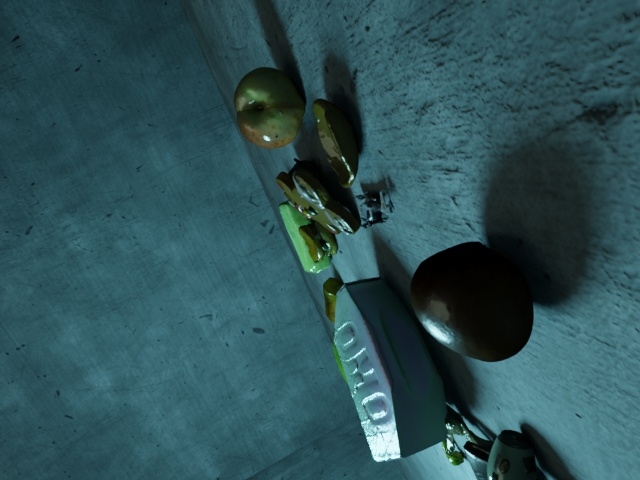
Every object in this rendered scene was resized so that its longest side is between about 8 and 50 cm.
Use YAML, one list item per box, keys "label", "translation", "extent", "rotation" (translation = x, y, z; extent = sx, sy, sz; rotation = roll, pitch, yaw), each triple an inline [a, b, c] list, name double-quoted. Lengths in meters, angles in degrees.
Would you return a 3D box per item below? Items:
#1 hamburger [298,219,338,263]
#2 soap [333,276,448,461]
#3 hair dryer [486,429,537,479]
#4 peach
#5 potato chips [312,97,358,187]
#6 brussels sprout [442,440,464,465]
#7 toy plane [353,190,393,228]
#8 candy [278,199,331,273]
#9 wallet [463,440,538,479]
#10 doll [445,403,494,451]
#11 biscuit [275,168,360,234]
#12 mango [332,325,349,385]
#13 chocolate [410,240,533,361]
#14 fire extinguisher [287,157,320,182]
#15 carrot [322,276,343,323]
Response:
- label: "hamburger"
  translation: [0.000, 0.000, 1.604]
  extent: [0.185, 0.113, 0.177]
  rotation: [44, 153, 43]
- label: "soap"
  translation: [0.171, 0.333, 1.123]
  extent: [0.261, 0.156, 0.446]
  rotation: [121, 136, -56]
- label: "hair dryer"
  translation: [0.383, 0.505, 0.717]
  extent: [0.267, 0.092, 0.229]
  rotation: [-136, 55, -61]
- label: "peach"
  translation: [-0.136, -0.374, 1.176]
  extent: [0.233, 0.232, 0.232]
  rotation: [61, 170, 19]
- label: "potato chips"
  translation: [0.044, -0.221, 0.929]
  extent: [0.195, 0.061, 0.208]
  rotation: [-131, 16, -75]
- label: "brussels sprout"
  translation: [0.405, 0.649, 1.275]
  extent: [0.051, 0.046, 0.083]
  rotation: [-56, 38, 26]
- label: "toy plane"
  translation: [0.120, -0.071, 0.947]
  extent: [0.197, 0.053, 0.078]
  rotation: [-155, 49, -81]
- label: "candy"
  translation: [-0.065, -0.020, 1.795]
  extent: [0.142, 0.131, 0.344]
  rotation: [-88, -25, -77]
- label: "wallet"
  translation: [0.425, 0.589, 0.904]
  extent: [0.165, 0.042, 0.310]
  rotation: [6, 124, 59]
- label: "doll"
  translation: [0.335, 0.459, 1.075]
  extent: [0.203, 0.091, 0.286]
  rotation: [50, 168, 6]
- label: "biscuit"
  translation: [-0.032, -0.105, 1.315]
  extent: [0.283, 0.064, 0.432]
  rotation: [42, 172, -18]
- label: "mango"
  translation: [0.155, 0.401, 1.416]
  extent: [0.382, 0.201, 0.225]
  rotation: [-110, 11, -47]
- label: "chocolate"
  translation: [0.210, 0.092, 0.579]
  extent: [0.177, 0.176, 0.177]
  rotation: [61, 170, 19]
- label: "fire extinguisher"
  translation: [-0.058, -0.217, 1.398]
  extent: [0.118, 0.093, 0.294]
  rotation: [39, 173, -9]
- label: "carrot"
  translation: [0.071, 0.285, 1.924]
  extent: [0.114, 0.114, 0.302]
  rotation: [57, 164, 34]
